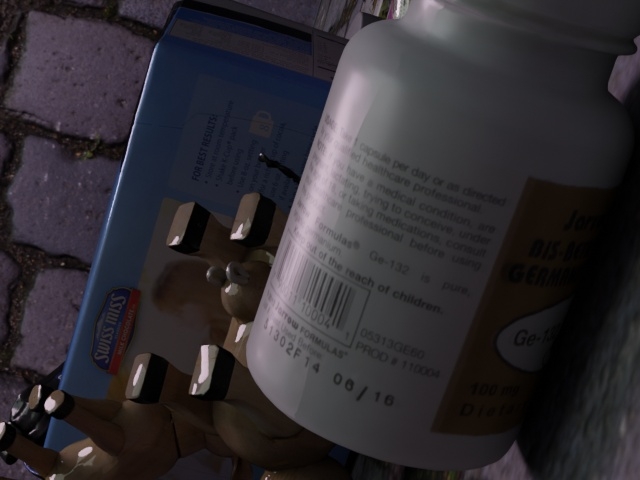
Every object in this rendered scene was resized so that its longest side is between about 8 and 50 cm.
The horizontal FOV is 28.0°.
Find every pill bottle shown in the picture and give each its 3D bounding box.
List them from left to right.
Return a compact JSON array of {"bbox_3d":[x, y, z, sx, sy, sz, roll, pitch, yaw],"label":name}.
[{"bbox_3d":[0.060,-0.029,0.554,0.131,0.131,0.229,-92,20,-71],"label":"pill bottle"}]

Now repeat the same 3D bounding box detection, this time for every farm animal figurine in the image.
[{"bbox_3d":[-0.046,0.117,0.806,0.330,0.172,0.326,18,82,53],"label":"farm animal figurine"}]

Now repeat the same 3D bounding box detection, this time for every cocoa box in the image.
[{"bbox_3d":[-0.057,0.011,1.015,0.228,0.231,0.347,-93,20,-71],"label":"cocoa box"}]

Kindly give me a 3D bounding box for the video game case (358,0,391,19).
[{"bbox_3d":[0.084,-0.295,1.449,0.232,0.042,0.210,-173,101,-84],"label":"video game case"}]

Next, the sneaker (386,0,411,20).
[{"bbox_3d":[0.097,-0.181,0.838,0.111,0.103,0.252,140,140,-71],"label":"sneaker"}]

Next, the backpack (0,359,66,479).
[{"bbox_3d":[-0.163,0.205,1.433,0.263,0.277,0.213,-61,-29,-30],"label":"backpack"}]

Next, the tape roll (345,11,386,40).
[{"bbox_3d":[0.038,-0.103,1.222,0.219,0.072,0.219,-164,90,-84],"label":"tape roll"}]
